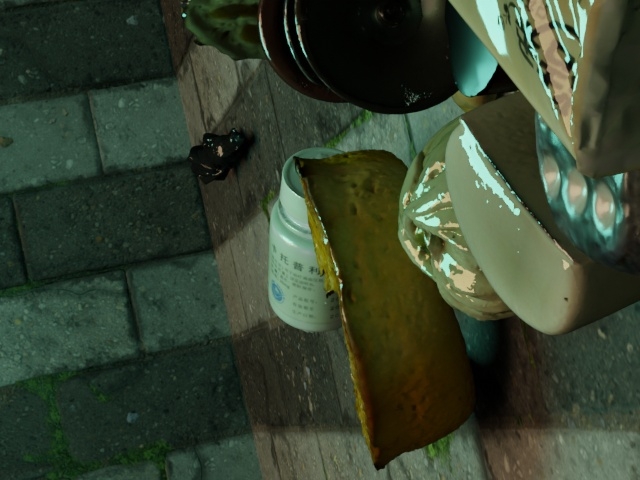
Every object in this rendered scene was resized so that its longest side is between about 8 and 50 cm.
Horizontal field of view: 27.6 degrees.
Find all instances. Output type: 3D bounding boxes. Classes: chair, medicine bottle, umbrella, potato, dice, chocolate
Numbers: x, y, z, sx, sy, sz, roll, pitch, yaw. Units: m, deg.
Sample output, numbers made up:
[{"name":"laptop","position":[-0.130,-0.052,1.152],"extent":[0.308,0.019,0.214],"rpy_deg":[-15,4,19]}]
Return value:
[{"name":"chair","position":[0.048,-0.270,1.593],"extent":[0.401,0.226,0.226],"rpy_deg":[-144,44,-78]},{"name":"medicine bottle","position":[0.000,0.000,2.145],"extent":[0.293,0.170,0.170],"rpy_deg":[95,158,-44]},{"name":"umbrella","position":[-0.225,-0.202,2.956],"extent":[0.340,0.118,0.118],"rpy_deg":[163,95,-75]},{"name":"potato","position":[0.184,-0.186,1.556],"extent":[0.083,0.062,0.068],"rpy_deg":[64,-163,-48]},{"name":"dice","position":[0.280,-0.083,1.022],"extent":[0.182,0.183,0.181],"rpy_deg":[-136,36,-69]},{"name":"chocolate","position":[0.189,-0.224,1.310],"extent":[0.125,0.080,0.148],"rpy_deg":[162,103,-65]}]

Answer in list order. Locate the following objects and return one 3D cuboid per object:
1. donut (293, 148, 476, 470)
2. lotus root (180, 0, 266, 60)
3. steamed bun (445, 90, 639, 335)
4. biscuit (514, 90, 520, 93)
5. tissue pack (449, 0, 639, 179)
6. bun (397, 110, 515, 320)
[{"name":"donut","position":[0.090,0.068,1.759],"extent":[0.377,0.163,0.435],"rpy_deg":[77,178,-65]},{"name":"lotus root","position":[-0.066,-0.424,1.827],"extent":[0.316,0.316,0.250],"rpy_deg":[115,144,-66]},{"name":"steamed bun","position":[0.230,-0.021,1.286],"extent":[0.241,0.146,0.164],"rpy_deg":[57,160,35]},{"name":"biscuit","position":[0.235,-0.249,1.342],"extent":[0.305,0.038,0.305],"rpy_deg":[169,90,-75]},{"name":"tissue pack","position":[0.225,-0.253,0.818],"extent":[0.405,0.332,0.205],"rpy_deg":[-117,18,-46]},{"name":"bun","position":[0.173,-0.027,1.507],"extent":[0.259,0.160,0.259],"rpy_deg":[172,90,-76]}]
